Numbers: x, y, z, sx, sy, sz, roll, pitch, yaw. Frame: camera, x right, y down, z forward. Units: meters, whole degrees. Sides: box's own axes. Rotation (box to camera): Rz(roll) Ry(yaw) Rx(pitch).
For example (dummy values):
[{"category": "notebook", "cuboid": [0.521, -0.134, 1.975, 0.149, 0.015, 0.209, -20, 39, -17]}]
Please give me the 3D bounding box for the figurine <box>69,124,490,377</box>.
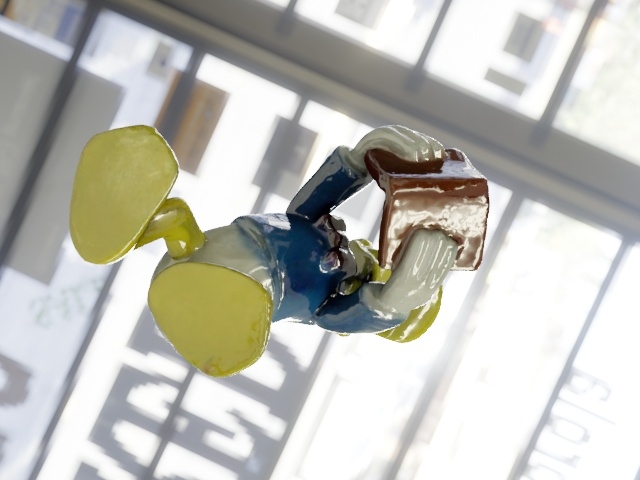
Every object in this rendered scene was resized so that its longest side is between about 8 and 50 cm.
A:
[{"category": "figurine", "cuboid": [0.000, 0.000, 1.437, 0.284, 0.204, 0.338, -26, 165, 9]}]
